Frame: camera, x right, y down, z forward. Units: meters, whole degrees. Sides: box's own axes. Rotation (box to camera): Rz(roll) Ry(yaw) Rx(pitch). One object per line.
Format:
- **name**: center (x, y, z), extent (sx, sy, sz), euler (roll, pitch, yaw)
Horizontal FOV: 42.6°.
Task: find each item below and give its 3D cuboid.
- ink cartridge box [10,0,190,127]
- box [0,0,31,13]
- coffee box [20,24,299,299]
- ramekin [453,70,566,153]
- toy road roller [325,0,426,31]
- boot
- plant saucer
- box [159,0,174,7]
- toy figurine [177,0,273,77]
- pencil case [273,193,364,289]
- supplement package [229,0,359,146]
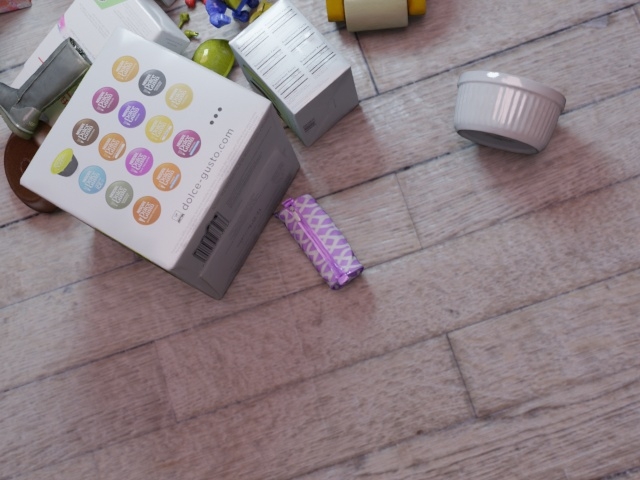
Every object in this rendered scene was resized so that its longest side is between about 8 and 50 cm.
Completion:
- **ink cartridge box**: center (-0.467, -0.361, 1.712), extent (0.353, 0.119, 0.207), euler (-44, 76, 15)
- **box**: center (-0.746, -0.614, 1.735), extent (0.142, 0.300, 0.154), euler (-14, 78, 2)
- **coffee box**: center (-0.282, -0.131, 1.554), extent (0.334, 0.338, 0.338), euler (29, 83, 13)
- **ramekin**: center (0.352, -0.239, 1.569), extent (0.207, 0.207, 0.109), euler (16, 90, 10)
- **toy road roller**: center (0.109, -0.618, 1.704), extent (0.202, 0.241, 0.330), euler (-3, 115, 6)
- **boot**: center (-0.566, -0.327, 1.647), extent (0.189, 0.076, 0.208), euler (45, 104, 25)
- **plant saucer**: center (-0.596, -0.151, 1.701), extent (0.198, 0.036, 0.199), euler (9, 107, 31)
- **box**: center (-0.463, -0.638, 1.738), extent (0.322, 0.232, 0.059), euler (35, 89, 13)
- **toy figurine**: center (-0.217, -0.516, 1.689), extent (0.191, 0.217, 0.363), euler (31, 83, 12)
- **pencil case**: center (0.000, 0.000, 1.619), extent (0.086, 0.088, 0.206), euler (-38, 77, 1)
- **supplement package**: center (-0.048, -0.331, 1.639), extent (0.149, 0.194, 0.203), euler (-40, 76, -3)
